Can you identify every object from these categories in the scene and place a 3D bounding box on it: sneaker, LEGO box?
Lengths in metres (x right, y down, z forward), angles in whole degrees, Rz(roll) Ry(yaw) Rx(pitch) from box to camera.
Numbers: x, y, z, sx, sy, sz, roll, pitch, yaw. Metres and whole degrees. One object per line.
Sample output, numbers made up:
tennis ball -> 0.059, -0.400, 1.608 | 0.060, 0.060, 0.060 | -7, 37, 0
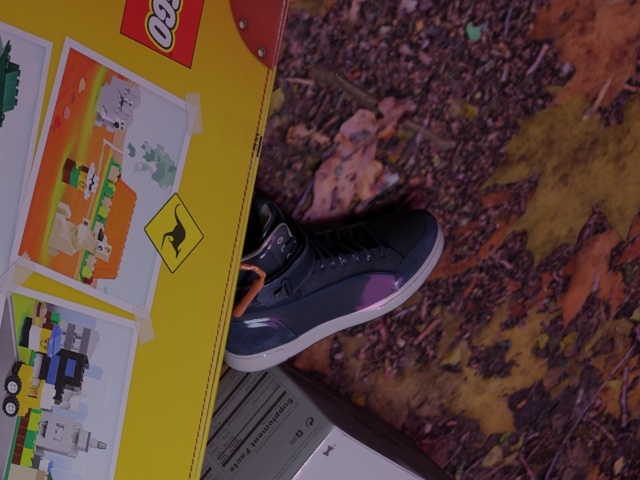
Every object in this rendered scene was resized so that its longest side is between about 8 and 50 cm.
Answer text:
sneaker -> 0.000, 0.001, 1.680 | 0.226, 0.086, 0.163 | -31, 136, -15
LEGO box -> -0.246, 0.010, 1.262 | 0.372, 0.193, 0.500 | 25, 70, -44

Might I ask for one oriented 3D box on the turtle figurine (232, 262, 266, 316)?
turtle figurine -> -0.190, 0.083, 1.577 | 0.217, 0.087, 0.269 | 31, 122, -34

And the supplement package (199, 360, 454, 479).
supplement package -> -0.013, 0.252, 1.801 | 0.204, 0.145, 0.262 | -51, 135, 4
